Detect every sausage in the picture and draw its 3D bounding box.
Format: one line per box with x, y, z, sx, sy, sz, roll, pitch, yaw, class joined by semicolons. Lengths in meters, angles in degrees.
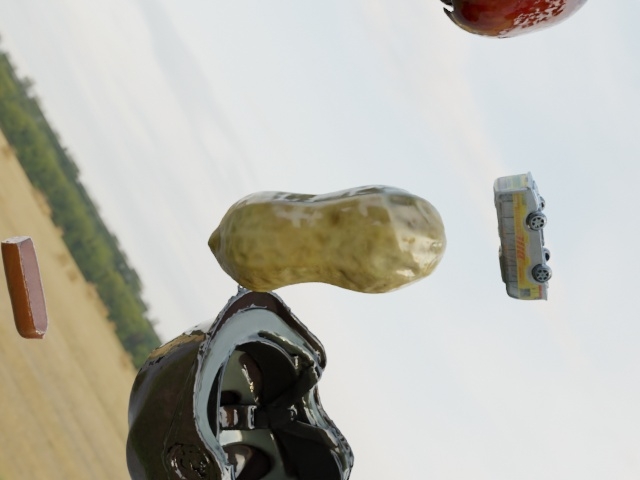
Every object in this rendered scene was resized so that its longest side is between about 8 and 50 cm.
-0.365;0.060;1.663;0.039;0.041;0.131;-6;-82;34;sausage

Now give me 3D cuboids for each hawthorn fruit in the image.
0.157;-0.241;1.166;0.148;0.172;0.148;56;-13;20;hawthorn fruit

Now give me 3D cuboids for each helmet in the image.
-0.103;0.194;1.373;0.177;0.225;0.305;-8;-71;35;helmet

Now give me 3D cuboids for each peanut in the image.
0.000;0.000;1.164;0.103;0.229;0.098;65;34;-45;peanut

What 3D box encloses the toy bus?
0.291;-0.002;1.929;0.064;0.075;0.190;-80;162;-60;toy bus
